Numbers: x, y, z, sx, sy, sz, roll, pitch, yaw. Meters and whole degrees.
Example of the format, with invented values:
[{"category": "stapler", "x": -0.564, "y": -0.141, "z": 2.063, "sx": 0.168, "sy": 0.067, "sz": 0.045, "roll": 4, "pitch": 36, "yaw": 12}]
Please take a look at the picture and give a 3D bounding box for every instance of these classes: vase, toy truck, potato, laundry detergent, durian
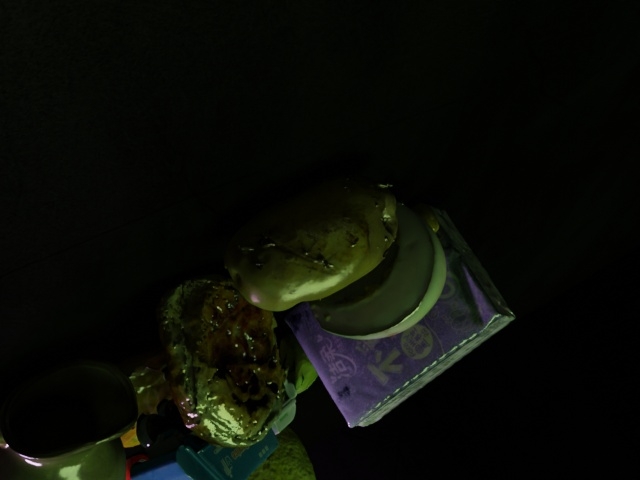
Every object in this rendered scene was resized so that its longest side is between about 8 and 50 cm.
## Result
[{"category": "vase", "x": -0.473, "y": 0.345, "z": 1.662, "sx": 0.330, "sy": 0.240, "sz": 0.302, "roll": 1, "pitch": 137, "yaw": -17}, {"category": "toy truck", "x": -0.180, "y": 0.324, "z": 1.783, "sx": 0.146, "sy": 0.175, "sz": 0.367, "roll": -24, "pitch": -174, "yaw": 33}, {"category": "potato", "x": 0.000, "y": 0.000, "z": 1.592, "sx": 0.300, "sy": 0.173, "sz": 0.140, "roll": -27, "pitch": 154, "yaw": -26}, {"category": "laundry detergent", "x": -0.407, "y": 0.591, "z": 2.452, "sx": 0.049, "sy": 0.165, "sz": 0.097, "roll": -43, "pitch": 160, "yaw": 23}, {"category": "durian", "x": -0.037, "y": 0.261, "z": 2.250, "sx": 0.101, "sy": 0.139, "sz": 0.250, "roll": -1, "pitch": 180, "yaw": 0}]

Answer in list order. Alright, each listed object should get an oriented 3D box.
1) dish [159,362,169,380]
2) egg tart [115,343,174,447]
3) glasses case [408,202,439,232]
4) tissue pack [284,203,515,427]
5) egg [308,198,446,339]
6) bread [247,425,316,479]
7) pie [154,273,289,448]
[{"category": "dish", "x": -0.217, "y": 0.169, "z": 1.798, "sx": 0.208, "sy": 0.080, "sz": 0.148, "roll": -15, "pitch": 147, "yaw": -47}, {"category": "egg tart", "x": -0.331, "y": 0.300, "z": 1.904, "sx": 0.295, "sy": 0.116, "sz": 0.295, "roll": -32, "pitch": 164, "yaw": -10}, {"category": "glasses case", "x": 0.123, "y": 0.013, "z": 1.996, "sx": 0.234, "sy": 0.079, "sz": 0.064, "roll": -37, "pitch": 155, "yaw": 9}, {"category": "tissue pack", "x": 0.151, "y": 0.152, "z": 2.067, "sx": 0.394, "sy": 0.288, "sz": 0.124, "roll": -40, "pitch": 154, "yaw": 18}, {"category": "egg", "x": 0.132, "y": 0.075, "z": 1.875, "sx": 0.271, "sy": 0.206, "sz": 0.162, "roll": -63, "pitch": 151, "yaw": -3}, {"category": "bread", "x": -0.215, "y": 0.619, "z": 2.624, "sx": 0.308, "sy": 0.348, "sz": 0.348, "roll": -33, "pitch": 166, "yaw": 35}, {"category": "pie", "x": -0.147, "y": 0.198, "z": 1.675, "sx": 0.086, "sy": 0.308, "sz": 0.308, "roll": -15, "pitch": 174, "yaw": 32}]
